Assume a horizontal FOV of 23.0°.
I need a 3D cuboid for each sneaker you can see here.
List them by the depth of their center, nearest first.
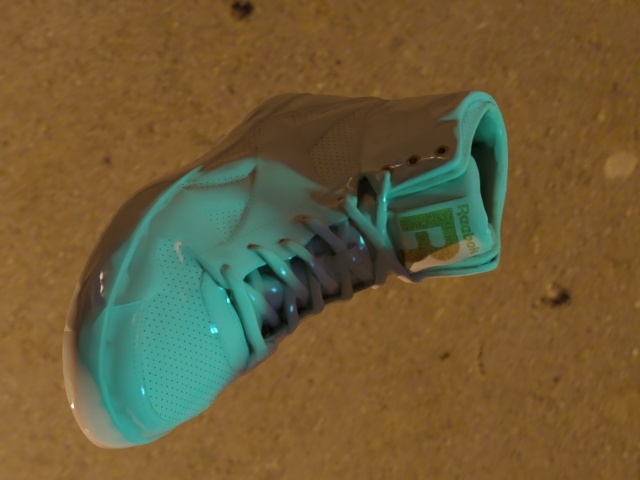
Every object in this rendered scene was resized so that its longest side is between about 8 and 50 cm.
[{"bbox_3d":[0.000,0.000,0.824,0.169,0.292,0.108,-1,124,31],"label":"sneaker"}]
